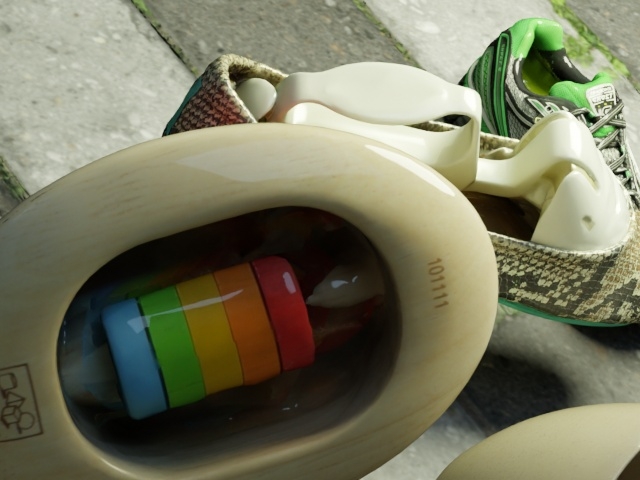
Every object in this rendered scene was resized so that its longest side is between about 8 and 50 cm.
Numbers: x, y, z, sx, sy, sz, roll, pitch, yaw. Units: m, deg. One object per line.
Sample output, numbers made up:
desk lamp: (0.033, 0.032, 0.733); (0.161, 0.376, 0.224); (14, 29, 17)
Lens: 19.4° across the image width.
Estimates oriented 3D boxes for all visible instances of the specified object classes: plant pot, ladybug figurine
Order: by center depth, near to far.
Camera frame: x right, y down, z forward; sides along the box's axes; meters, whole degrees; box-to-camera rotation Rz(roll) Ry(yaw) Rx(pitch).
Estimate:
plant pot: (0.181, 0.244, 1.409); (0.191, 0.284, 0.284); (15, 30, 41)
ladybug figurine: (-0.093, 0.060, 1.409); (0.449, 0.305, 0.162); (-13, 17, -10)

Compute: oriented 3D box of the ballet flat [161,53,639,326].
ballet flat: (0.111, -0.050, 1.551); (0.482, 0.182, 0.164); (14, 44, -15)

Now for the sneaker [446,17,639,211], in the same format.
sneaker: (0.245, -0.071, 1.798); (0.134, 0.146, 0.344); (-12, 57, -35)
